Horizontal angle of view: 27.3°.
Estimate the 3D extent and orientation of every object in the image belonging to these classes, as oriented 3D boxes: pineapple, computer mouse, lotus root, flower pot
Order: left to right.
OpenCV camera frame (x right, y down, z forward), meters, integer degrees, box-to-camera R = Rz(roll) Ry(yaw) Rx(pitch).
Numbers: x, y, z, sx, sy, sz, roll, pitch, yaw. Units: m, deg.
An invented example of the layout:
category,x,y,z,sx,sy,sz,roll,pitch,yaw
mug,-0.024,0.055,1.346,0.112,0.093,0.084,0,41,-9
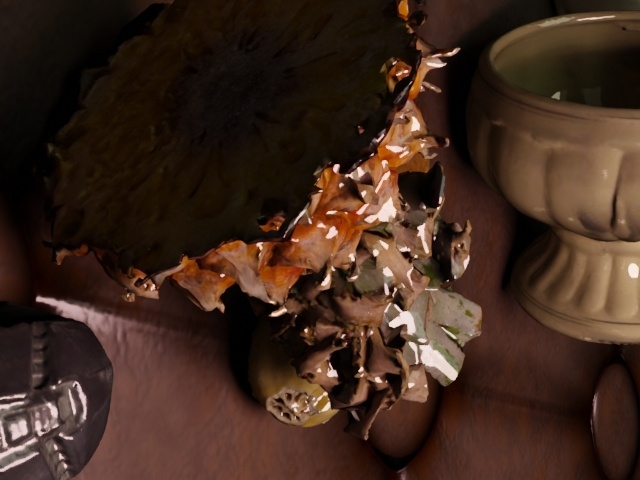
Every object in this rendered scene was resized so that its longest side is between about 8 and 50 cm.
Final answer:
category,x,y,z,sx,sy,sz,roll,pitch,yaw
computer mouse,-0.168,0.093,0.696,0.192,0.062,0.106,-21,104,-57
pineapple,0.000,0.000,0.794,0.272,0.262,0.262,53,46,-41
lotus root,0.004,0.049,0.946,0.090,0.077,0.183,60,44,-45
flower pot,0.285,-0.060,1.215,0.307,0.307,0.244,-43,138,-50

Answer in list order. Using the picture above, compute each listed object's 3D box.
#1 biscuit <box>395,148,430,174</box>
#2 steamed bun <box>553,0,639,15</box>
category,x,y,z,sx,sy,sz,roll,pitch,yaw
biscuit,0.006,-0.135,0.998,0.320,0.047,0.183,49,50,-42
steamed bun,0.321,-0.358,1.392,0.146,0.164,0.242,-41,119,-52
